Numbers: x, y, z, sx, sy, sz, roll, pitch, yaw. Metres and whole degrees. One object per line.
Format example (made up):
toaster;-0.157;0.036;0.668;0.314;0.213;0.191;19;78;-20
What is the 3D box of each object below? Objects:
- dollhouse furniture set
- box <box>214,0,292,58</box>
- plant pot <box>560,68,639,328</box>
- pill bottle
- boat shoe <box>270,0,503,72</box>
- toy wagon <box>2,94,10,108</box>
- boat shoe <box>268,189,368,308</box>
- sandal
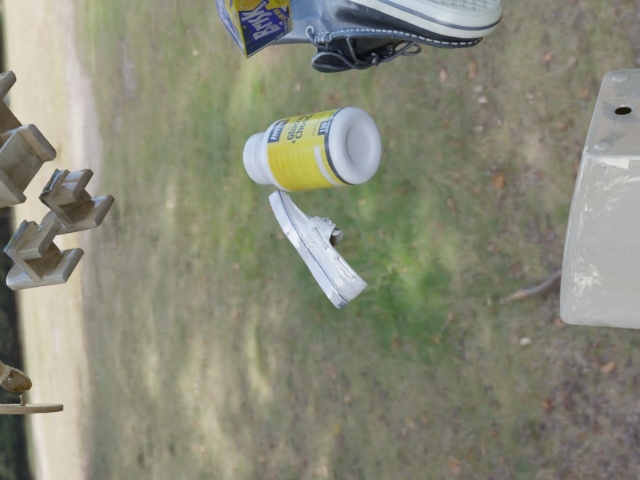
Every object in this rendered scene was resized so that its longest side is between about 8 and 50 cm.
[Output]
dollhouse furniture set;-0.360;-0.027;0.947;0.212;0.161;0.242;56;-140;-34
box;-0.066;-0.235;0.908;0.054;0.059;0.169;56;173;13
plant pot;0.177;-0.027;0.491;0.109;0.109;0.096;-63;-36;-41
pill bottle;-0.015;-0.120;1.346;0.184;0.103;0.103;-4;90;41
boat shoe;0.058;-0.310;1.369;0.500;0.187;0.156;24;124;49
toy wagon;-0.577;-0.162;1.238;0.068;0.344;0.267;31;108;57
boat shoe;0.000;0.000;0.723;0.100;0.035;0.035;57;-173;16
sandal;-0.370;0.144;1.032;0.088;0.240;0.079;-7;81;41
